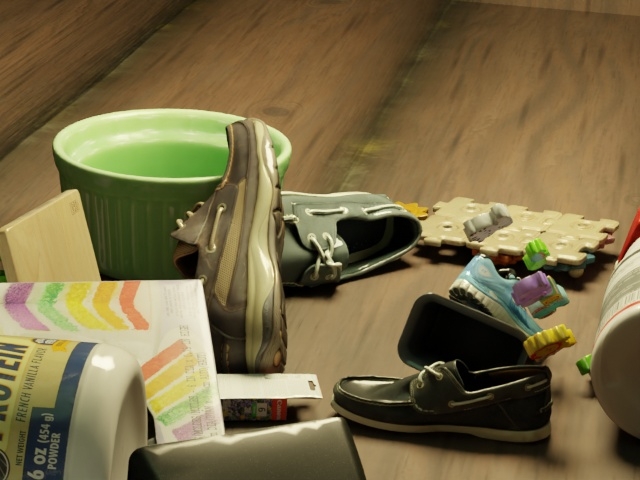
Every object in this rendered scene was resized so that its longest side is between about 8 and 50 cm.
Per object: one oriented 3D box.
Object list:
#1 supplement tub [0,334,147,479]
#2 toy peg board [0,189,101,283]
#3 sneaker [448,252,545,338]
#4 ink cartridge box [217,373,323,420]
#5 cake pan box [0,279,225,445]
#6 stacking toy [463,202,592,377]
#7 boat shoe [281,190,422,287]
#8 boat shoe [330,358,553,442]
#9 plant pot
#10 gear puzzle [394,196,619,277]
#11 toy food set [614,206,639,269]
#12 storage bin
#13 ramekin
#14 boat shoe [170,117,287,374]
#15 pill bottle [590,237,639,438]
[{"bbox_3d":[-0.318,0.190,1.516,0.316,0.228,0.228,4,21,3],"label":"supplement tub"},{"bbox_3d":[-0.327,0.043,2.023,0.079,0.161,0.160,-5,16,24],"label":"toy peg board"},{"bbox_3d":[0.215,0.070,2.028,0.063,0.073,0.162,8,-25,45],"label":"sneaker"},{"bbox_3d":[-0.058,0.166,1.893,0.115,0.029,0.063,1,20,-7],"label":"ink cartridge box"},{"bbox_3d":[-0.224,0.150,1.758,0.245,0.070,0.267,-1,42,-9],"label":"cake pan box"},{"bbox_3d":[0.236,0.063,1.942,0.052,0.167,0.221,-30,-22,13],"label":"stacking toy"},{"bbox_3d":[0.000,0.000,2.220,0.099,0.116,0.319,16,19,40],"label":"boat shoe"},{"bbox_3d":[0.127,0.157,1.872,0.233,0.079,0.084,3,23,7],"label":"boat shoe"},{"bbox_3d":[-0.044,0.273,1.417,0.187,0.188,0.167,-6,34,-23],"label":"plant pot"},{"bbox_3d":[0.211,-0.005,2.369,0.339,0.044,0.175,10,23,26],"label":"gear puzzle"},{"bbox_3d":[0.438,0.027,2.270,0.111,0.104,0.232,17,39,0],"label":"toy food set"},{"bbox_3d":[0.162,0.120,1.958,0.135,0.098,0.091,23,7,14],"label":"storage bin"},{"bbox_3d":[-0.191,-0.056,2.296,0.303,0.148,0.303,2,20,-1],"label":"ramekin"},{"bbox_3d":[-0.108,0.000,2.031,0.130,0.132,0.355,-3,49,1],"label":"boat shoe"},{"bbox_3d":[0.385,0.093,1.950,0.161,0.161,0.283,7,21,12],"label":"pill bottle"}]
